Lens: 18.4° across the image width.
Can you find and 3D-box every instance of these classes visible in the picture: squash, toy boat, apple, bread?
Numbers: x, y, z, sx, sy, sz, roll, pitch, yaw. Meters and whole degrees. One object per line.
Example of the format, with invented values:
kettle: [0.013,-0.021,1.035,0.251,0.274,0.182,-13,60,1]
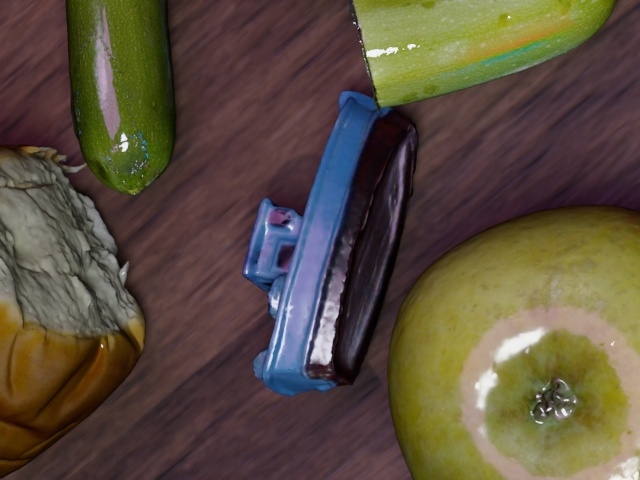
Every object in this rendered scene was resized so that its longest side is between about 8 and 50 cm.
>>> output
squash: [-0.157,-0.195,1.527,0.087,0.087,0.331,-12,70,24]
toy boat: [0.000,0.000,1.392,0.097,0.100,0.223,11,77,22]
squash: [0.117,-0.152,1.360,0.188,0.095,0.095,-13,71,2]
apple: [0.161,0.096,1.229,0.261,0.194,0.261,-4,78,19]
bread: [-0.277,0.068,1.423,0.250,0.279,0.225,-32,79,18]
